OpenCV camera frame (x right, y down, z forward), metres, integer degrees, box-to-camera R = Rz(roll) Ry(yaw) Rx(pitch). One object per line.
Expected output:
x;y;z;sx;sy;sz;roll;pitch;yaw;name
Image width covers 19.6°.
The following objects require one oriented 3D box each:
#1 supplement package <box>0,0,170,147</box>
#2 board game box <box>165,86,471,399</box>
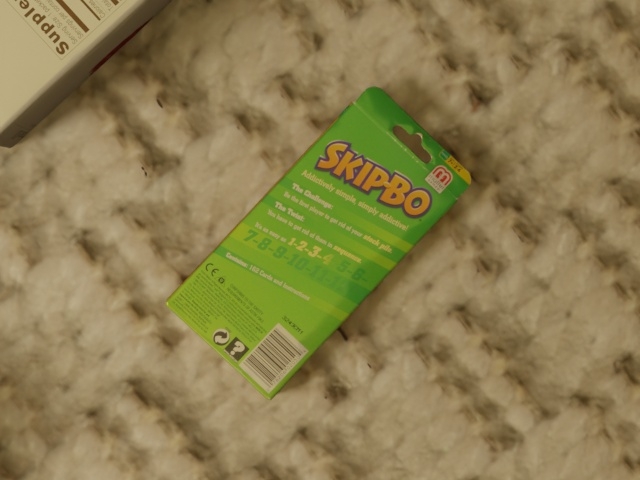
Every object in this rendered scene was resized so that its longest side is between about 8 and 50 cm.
-0.211;-0.233;1.492;0.293;0.177;0.175;-43;94;-1;supplement package
0.000;0.000;1.584;0.124;0.039;0.259;43;91;-4;board game box
